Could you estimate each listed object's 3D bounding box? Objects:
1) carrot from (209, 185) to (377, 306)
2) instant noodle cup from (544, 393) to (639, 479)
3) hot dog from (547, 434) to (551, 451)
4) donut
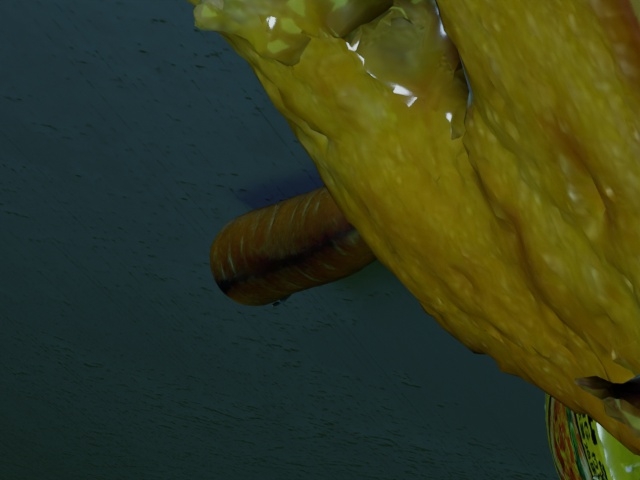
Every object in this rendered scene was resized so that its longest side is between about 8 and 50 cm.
[{"bbox_3d":[0.000,0.000,0.840,0.048,0.048,0.139,31,158,-21],"label":"carrot"},{"bbox_3d":[0.159,0.053,0.634,0.182,0.182,0.144,24,168,-4],"label":"instant noodle cup"},{"bbox_3d":[0.222,0.105,0.780,0.269,0.115,0.072,24,-177,4],"label":"hot dog"},{"bbox_3d":[0.036,-0.069,0.404,0.253,0.118,0.253,51,170,13],"label":"donut"}]
